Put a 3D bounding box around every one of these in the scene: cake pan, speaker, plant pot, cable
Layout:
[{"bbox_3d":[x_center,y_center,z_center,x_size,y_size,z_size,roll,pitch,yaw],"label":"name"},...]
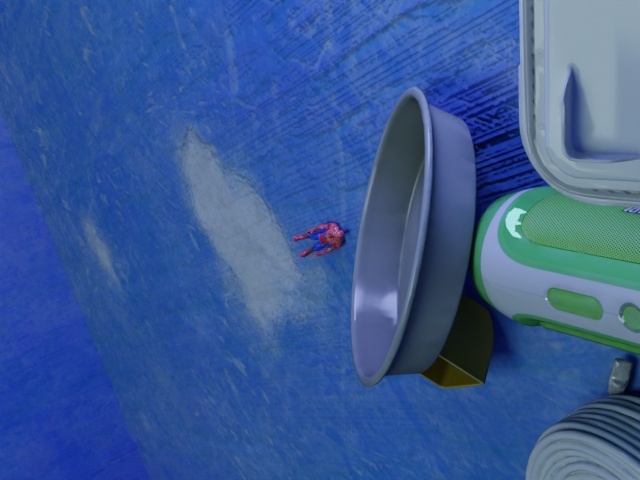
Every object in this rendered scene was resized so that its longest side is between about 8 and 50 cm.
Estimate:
[{"bbox_3d":[0.087,-0.001,0.982,0.293,0.054,0.293,-171,90,-82],"label":"cake pan"},{"bbox_3d":[0.255,0.029,0.782,0.296,0.131,0.131,14,122,56],"label":"speaker"},{"bbox_3d":[0.137,0.101,1.071,0.081,0.083,0.081,33,156,-17],"label":"plant pot"},{"bbox_3d":[0.295,0.270,0.912,0.257,0.089,0.257,53,150,32],"label":"cable"}]

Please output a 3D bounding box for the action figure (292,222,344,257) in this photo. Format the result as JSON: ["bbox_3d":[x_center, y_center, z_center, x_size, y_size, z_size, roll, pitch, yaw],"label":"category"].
[{"bbox_3d":[0.000,0.000,1.300,0.115,0.030,0.038,-19,89,59],"label":"action figure"}]

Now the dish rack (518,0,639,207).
[{"bbox_3d":[0.231,-0.162,0.528,0.285,0.072,0.333,6,111,29],"label":"dish rack"}]
